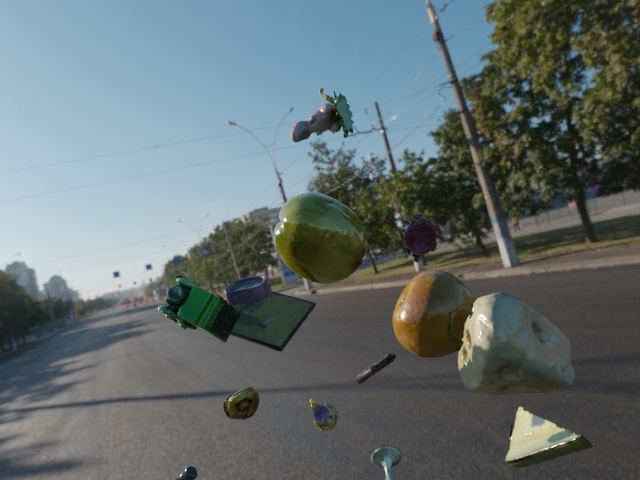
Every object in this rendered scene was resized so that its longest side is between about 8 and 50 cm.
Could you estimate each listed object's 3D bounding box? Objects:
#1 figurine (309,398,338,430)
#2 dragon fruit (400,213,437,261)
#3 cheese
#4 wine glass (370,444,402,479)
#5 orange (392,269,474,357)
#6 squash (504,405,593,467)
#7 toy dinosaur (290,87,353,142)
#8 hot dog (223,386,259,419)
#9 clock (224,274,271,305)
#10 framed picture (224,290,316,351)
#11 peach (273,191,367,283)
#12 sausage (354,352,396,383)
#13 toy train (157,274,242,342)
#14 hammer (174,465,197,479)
[{"bbox_3d":[0.011,0.656,1.753,0.095,0.115,0.156,-41,-34,-4],"label":"figurine"},{"bbox_3d":[0.284,-0.015,1.354,0.112,0.126,0.068,-26,14,-11],"label":"dragon fruit"},{"bbox_3d":[0.392,0.240,1.035,0.251,0.248,0.173,-23,36,37],"label":"cheese"},{"bbox_3d":[0.279,0.995,1.862,0.143,0.143,0.321,-14,27,9],"label":"wine glass"},{"bbox_3d":[0.200,0.130,0.808,0.134,0.154,0.155,28,-8,-6],"label":"orange"},{"bbox_3d":[0.573,0.459,1.117,0.169,0.093,0.252,-53,-4,-42],"label":"squash"},{"bbox_3d":[0.009,-0.373,1.483,0.177,0.152,0.194,-4,48,30],"label":"toy dinosaur"},{"bbox_3d":[-0.269,0.566,1.586,0.123,0.093,0.261,-17,-19,-17],"label":"hot dog"},{"bbox_3d":[-0.238,0.158,1.540,0.153,0.050,0.110,-13,23,13],"label":"clock"},{"bbox_3d":[-0.221,0.267,1.681,0.339,0.014,0.255,12,37,26],"label":"framed picture"},{"bbox_3d":[-0.004,-0.004,1.557,0.315,0.281,0.314,27,14,1],"label":"peach"},{"bbox_3d":[0.143,0.343,1.234,0.028,0.025,0.198,-27,-17,-42],"label":"sausage"},{"bbox_3d":[-0.361,0.212,1.396,0.188,0.132,0.243,20,-20,19],"label":"toy train"},{"bbox_3d":[-0.192,0.588,0.935,0.058,0.292,0.029,-49,-13,21],"label":"hammer"}]
